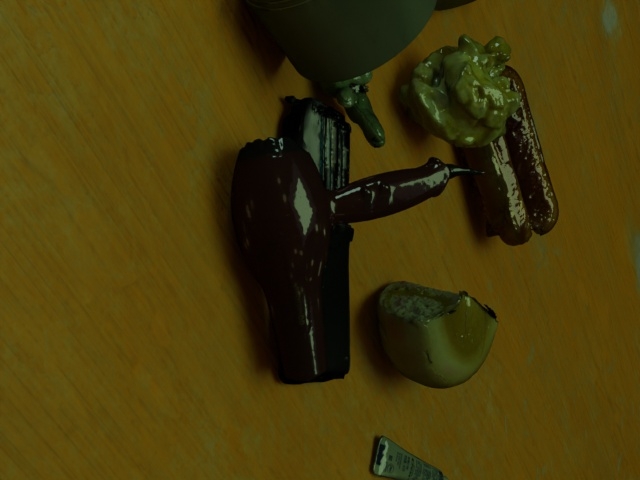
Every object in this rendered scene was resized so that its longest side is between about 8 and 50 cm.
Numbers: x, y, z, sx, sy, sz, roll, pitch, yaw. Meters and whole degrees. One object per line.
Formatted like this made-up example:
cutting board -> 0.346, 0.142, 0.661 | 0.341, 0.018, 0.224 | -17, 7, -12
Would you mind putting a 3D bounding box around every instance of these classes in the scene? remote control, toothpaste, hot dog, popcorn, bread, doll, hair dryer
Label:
remote control -> 0.000, 0.000, 1.310 | 0.145, 0.062, 0.398 | 9, 79, -55
toothpaste -> 0.151, 0.372, 1.519 | 0.216, 0.037, 0.061 | 34, 60, -45
hot dog -> 0.342, -0.159, 1.778 | 0.158, 0.117, 0.348 | -27, 103, -25
popcorn -> 0.242, -0.251, 1.578 | 0.167, 0.188, 0.185 | 43, 57, -44
bread -> 0.170, 0.153, 1.480 | 0.261, 0.158, 0.156 | 38, 67, -48
doll -> 0.057, -0.207, 1.371 | 0.150, 0.078, 0.115 | 60, 14, 7
hair dryer -> 0.066, -0.006, 1.213 | 0.341, 0.123, 0.312 | -15, 97, -12

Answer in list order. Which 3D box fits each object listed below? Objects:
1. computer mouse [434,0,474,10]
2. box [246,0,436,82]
computer mouse -> 0.238, -0.509, 1.703 | 0.310, 0.072, 0.158 | -34, 116, -53
box -> 0.022, -0.342, 1.230 | 0.149, 0.226, 0.226 | 50, 48, -41
